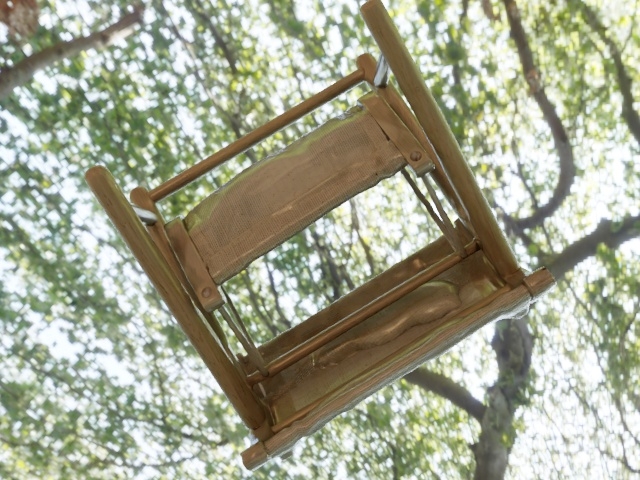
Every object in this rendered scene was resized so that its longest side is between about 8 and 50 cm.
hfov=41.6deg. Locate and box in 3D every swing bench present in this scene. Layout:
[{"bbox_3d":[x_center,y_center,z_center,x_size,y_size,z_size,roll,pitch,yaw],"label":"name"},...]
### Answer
[{"bbox_3d":[0.000,0.000,0.666,0.253,0.165,0.255,-30,-93,0],"label":"swing bench"}]
